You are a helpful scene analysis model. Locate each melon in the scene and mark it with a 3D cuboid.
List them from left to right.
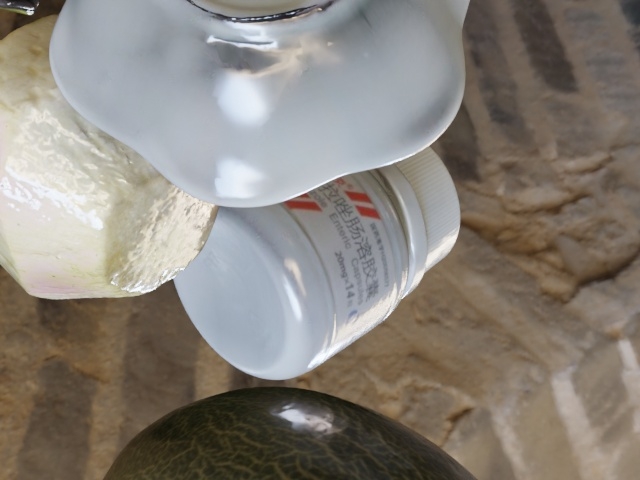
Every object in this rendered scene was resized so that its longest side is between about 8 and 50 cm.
[{"bbox_3d":[-0.011,0.208,0.543,0.301,0.237,0.237,25,163,42],"label":"melon"}]

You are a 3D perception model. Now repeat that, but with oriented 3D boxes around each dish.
[{"bbox_3d":[-0.028,-0.133,0.460,0.081,0.229,0.229,87,169,-70],"label":"dish"}]

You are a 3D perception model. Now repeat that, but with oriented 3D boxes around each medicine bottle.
[{"bbox_3d":[0.000,0.000,1.139,0.306,0.245,0.245,-30,-80,-39],"label":"medicine bottle"}]

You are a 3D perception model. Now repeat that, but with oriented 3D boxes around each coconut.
[{"bbox_3d":[-0.218,-0.078,0.852,0.259,0.259,0.259,55,-158,-36],"label":"coconut"}]

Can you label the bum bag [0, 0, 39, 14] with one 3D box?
[{"bbox_3d":[-0.142,-0.218,0.503,0.106,0.232,0.060,4,-131,-52],"label":"bum bag"}]
